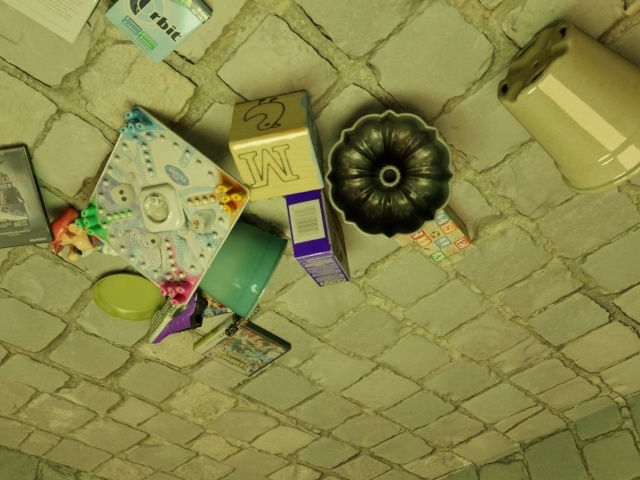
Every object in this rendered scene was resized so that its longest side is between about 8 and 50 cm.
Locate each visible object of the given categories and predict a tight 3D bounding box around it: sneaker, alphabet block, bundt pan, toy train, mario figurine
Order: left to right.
[{"bbox_3d":[-0.656,0.022,1.750,0.321,0.170,0.198,9,134,-13],"label":"mario figurine"},{"bbox_3d":[-0.475,0.274,1.992,0.146,0.102,0.293,24,129,-27],"label":"sneaker"},{"bbox_3d":[-0.272,0.281,2.069,0.158,0.027,0.036,-43,124,7],"label":"toy train"},{"bbox_3d":[-0.106,-0.240,1.504,0.197,0.192,0.193,-11,131,7],"label":"alphabet block"},{"bbox_3d":[0.177,-0.173,1.549,0.331,0.124,0.330,0,99,2],"label":"bundt pan"}]

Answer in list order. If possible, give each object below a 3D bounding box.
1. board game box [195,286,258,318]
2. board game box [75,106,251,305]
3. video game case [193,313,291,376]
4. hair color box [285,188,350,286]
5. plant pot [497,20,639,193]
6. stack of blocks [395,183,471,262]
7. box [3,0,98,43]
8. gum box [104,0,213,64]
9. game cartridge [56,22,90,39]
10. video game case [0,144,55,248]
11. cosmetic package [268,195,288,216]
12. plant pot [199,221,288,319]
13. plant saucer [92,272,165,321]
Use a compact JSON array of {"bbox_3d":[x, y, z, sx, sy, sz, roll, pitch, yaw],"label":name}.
[{"bbox_3d":[-0.329,0.194,2.014,0.201,0.035,0.136,-13,132,11],"label":"board game box"},{"bbox_3d":[-0.427,-0.081,1.540,0.390,0.050,0.390,37,112,8],"label":"board game box"},{"bbox_3d":[-0.294,0.400,2.211,0.275,0.035,0.248,35,123,-29],"label":"video game case"},{"bbox_3d":[0.000,0.000,1.645,0.110,0.185,0.339,-11,162,6],"label":"hair color box"},{"bbox_3d":[0.601,-0.328,1.382,0.306,0.333,0.334,33,125,-15],"label":"plant pot"},{"bbox_3d":[0.298,-0.060,1.756,0.171,0.087,0.297,-31,127,25],"label":"stack of blocks"},{"bbox_3d":[-0.493,-0.608,1.153,0.215,0.168,0.345,30,126,-27],"label":"box"},{"bbox_3d":[-0.365,-0.514,1.333,0.184,0.041,0.157,-31,127,24],"label":"gum box"},{"bbox_3d":[-0.577,-0.497,1.361,0.083,0.017,0.056,-15,129,12],"label":"game cartridge"},{"bbox_3d":[-0.867,-0.114,1.631,0.196,0.026,0.274,-7,109,5],"label":"video game case"},{"bbox_3d":[-0.097,-0.111,1.714,0.041,0.060,0.115,-31,126,26],"label":"cosmetic package"},{"bbox_3d":[-0.271,0.056,1.745,0.255,0.271,0.271,29,128,-9],"label":"plant pot"},{"bbox_3d":[-0.644,0.185,1.994,0.241,0.037,0.240,-1,133,-1],"label":"plant saucer"}]
